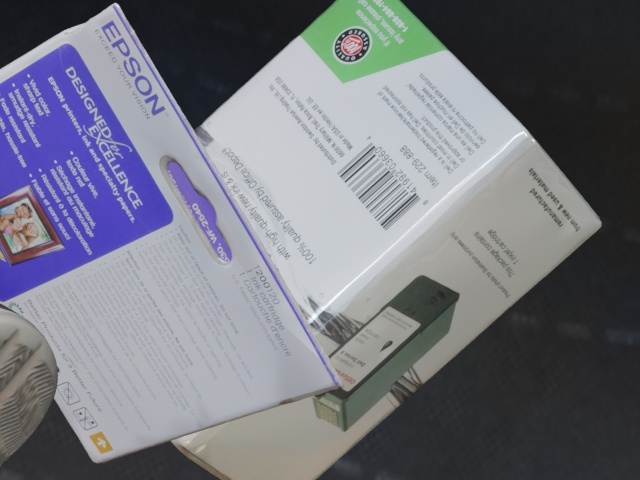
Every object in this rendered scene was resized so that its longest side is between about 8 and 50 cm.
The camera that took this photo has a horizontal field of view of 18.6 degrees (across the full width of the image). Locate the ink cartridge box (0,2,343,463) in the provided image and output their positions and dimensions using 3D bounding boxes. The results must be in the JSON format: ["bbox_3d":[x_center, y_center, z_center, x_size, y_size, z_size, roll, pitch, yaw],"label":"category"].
[{"bbox_3d":[-0.093,0.000,0.956,0.208,0.045,0.206,-21,102,47],"label":"ink cartridge box"}]

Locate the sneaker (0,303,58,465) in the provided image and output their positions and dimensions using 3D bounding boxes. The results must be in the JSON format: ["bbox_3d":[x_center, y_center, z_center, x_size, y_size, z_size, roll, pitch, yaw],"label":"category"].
[{"bbox_3d":[-0.224,0.006,0.709,0.124,0.180,0.321,-45,156,5],"label":"sneaker"}]

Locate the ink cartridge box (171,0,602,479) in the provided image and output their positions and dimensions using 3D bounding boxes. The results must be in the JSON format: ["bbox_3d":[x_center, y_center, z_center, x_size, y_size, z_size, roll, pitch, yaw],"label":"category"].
[{"bbox_3d":[0.000,0.000,1.273,0.289,0.211,0.121,-42,137,4],"label":"ink cartridge box"}]
